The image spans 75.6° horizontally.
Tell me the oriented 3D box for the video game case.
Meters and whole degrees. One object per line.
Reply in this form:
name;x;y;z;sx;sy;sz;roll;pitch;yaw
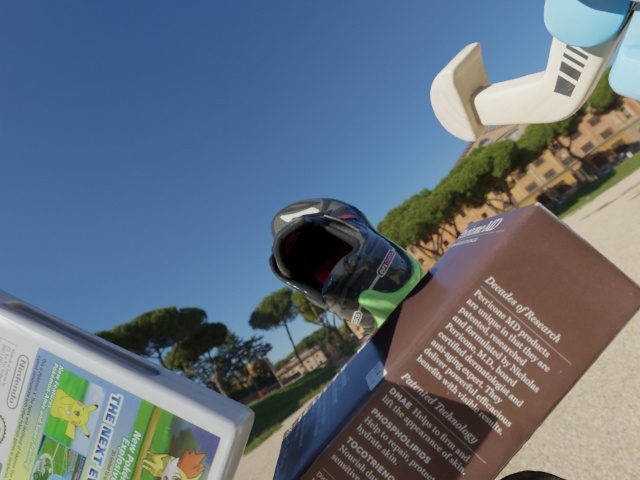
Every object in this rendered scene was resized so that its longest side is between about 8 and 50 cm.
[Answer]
video game case;-0.237;0.227;0.333;0.036;0.299;0.329;-4;-67;-77

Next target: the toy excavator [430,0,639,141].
toy excavator;0.314;-0.235;0.431;0.222;0.432;0.445;-46;-33;-18

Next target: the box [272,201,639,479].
box;0.120;0.152;0.447;0.381;0.143;0.191;-47;-4;-2

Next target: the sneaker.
sneaker;0.000;0.000;0.771;0.202;0.482;0.185;26;-87;-29

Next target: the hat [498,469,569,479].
hat;0.402;0.465;0.582;0.331;0.331;0.134;-22;-44;-41
